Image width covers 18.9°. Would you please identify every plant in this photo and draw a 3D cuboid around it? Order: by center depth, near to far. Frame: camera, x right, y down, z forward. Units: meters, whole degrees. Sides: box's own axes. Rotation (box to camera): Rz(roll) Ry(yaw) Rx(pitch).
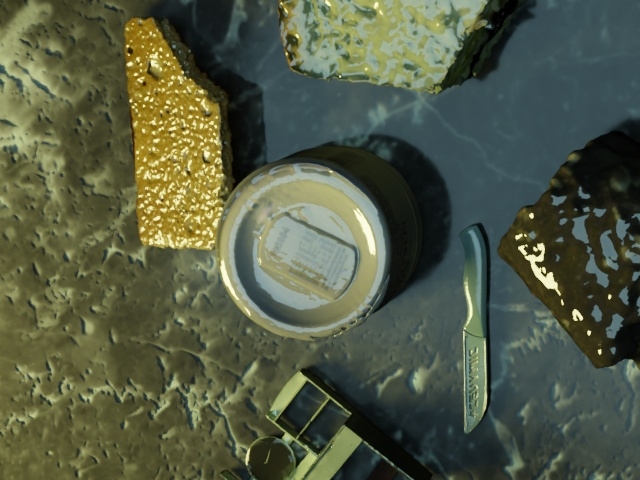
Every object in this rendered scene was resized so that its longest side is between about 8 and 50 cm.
[{"bbox_3d":[0.310,0.041,1.761,0.276,0.188,0.199,43,107,7],"label":"plant"}]

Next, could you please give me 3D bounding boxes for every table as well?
[{"bbox_3d":[0.000,0.241,1.943,0.175,0.062,0.146,38,106,5],"label":"table"}]

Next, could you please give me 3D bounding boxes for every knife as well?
[{"bbox_3d":[0.154,0.089,1.903,0.028,0.015,0.210,-1,98,9],"label":"knife"}]

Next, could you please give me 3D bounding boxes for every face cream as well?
[{"bbox_3d":[0.000,0.000,1.863,0.177,0.153,0.177,2,99,15],"label":"face cream"}]

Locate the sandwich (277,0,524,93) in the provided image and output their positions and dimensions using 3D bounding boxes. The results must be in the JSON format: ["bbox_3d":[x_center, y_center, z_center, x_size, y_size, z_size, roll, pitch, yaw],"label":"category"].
[{"bbox_3d":[0.067,-0.293,1.817,0.262,0.131,0.325,-22,89,16],"label":"sandwich"}]

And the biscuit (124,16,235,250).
[{"bbox_3d":[-0.139,-0.109,1.929,0.131,0.026,0.237,1,97,39],"label":"biscuit"}]
